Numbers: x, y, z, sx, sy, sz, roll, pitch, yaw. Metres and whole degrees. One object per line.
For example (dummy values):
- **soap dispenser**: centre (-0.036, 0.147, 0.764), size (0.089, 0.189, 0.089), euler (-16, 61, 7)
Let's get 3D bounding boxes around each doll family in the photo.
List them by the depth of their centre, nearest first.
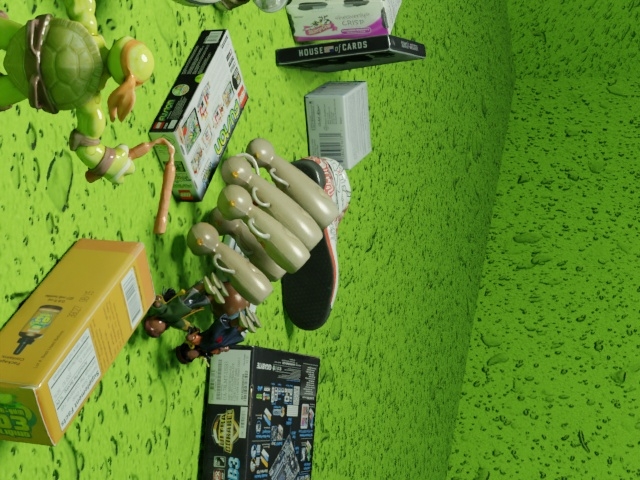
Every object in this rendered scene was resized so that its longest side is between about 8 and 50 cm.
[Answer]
- **doll family**: centre (-0.147, 0.101, 1.312), size (0.193, 0.111, 0.076), euler (51, 9, -46)

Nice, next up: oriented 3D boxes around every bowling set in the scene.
- **bowling set**: centre (-0.106, -0.001, 1.391), size (0.154, 0.200, 0.287), euler (44, 14, -2)

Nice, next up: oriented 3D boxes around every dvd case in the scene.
- **dvd case**: centre (0.054, -0.294, 1.760), size (0.239, 0.179, 0.029), euler (-20, 104, -71)

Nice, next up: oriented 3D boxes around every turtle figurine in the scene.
- **turtle figurine**: centre (-0.217, -0.128, 0.888), size (0.087, 0.217, 0.269), euler (-50, 138, -62)

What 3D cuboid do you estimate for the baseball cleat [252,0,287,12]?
- **baseball cleat**: centre (-0.082, -0.399, 1.449), size (0.109, 0.072, 0.206), euler (-85, 162, -78)

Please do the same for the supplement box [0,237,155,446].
- **supplement box**: centre (-0.241, 0.090, 1.062), size (0.233, 0.078, 0.080), euler (-60, 150, -54)

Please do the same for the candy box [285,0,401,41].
- **candy box**: centre (0.054, -0.415, 1.783), size (0.233, 0.159, 0.071), euler (-70, 153, -42)

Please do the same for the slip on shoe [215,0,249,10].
- **slip on shoe**: centre (-0.130, -0.333, 1.417), size (0.135, 0.041, 0.051), euler (45, 50, -66)

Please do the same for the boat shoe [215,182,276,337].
- **boat shoe**: centre (-0.092, 0.026, 1.510), size (0.083, 0.076, 0.226), euler (23, 70, -70)

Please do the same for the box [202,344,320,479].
- **box**: centre (-0.081, 0.301, 1.573), size (0.295, 0.073, 0.293), euler (26, 68, -71)

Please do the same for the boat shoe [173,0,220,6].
- **boat shoe**: centre (-0.161, -0.458, 1.012), size (0.187, 0.156, 0.500), euler (-47, 127, -52)

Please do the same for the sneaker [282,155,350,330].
- **sneaker**: centre (0.001, -0.001, 1.768), size (0.145, 0.090, 0.270), euler (-23, 111, -67)

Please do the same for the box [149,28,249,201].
- **box**: centre (-0.147, -0.158, 1.388), size (0.114, 0.036, 0.207), euler (74, 25, -42)

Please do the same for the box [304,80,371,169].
- **box**: centre (0.031, -0.195, 1.870), size (0.137, 0.072, 0.126), euler (-44, 132, -64)
